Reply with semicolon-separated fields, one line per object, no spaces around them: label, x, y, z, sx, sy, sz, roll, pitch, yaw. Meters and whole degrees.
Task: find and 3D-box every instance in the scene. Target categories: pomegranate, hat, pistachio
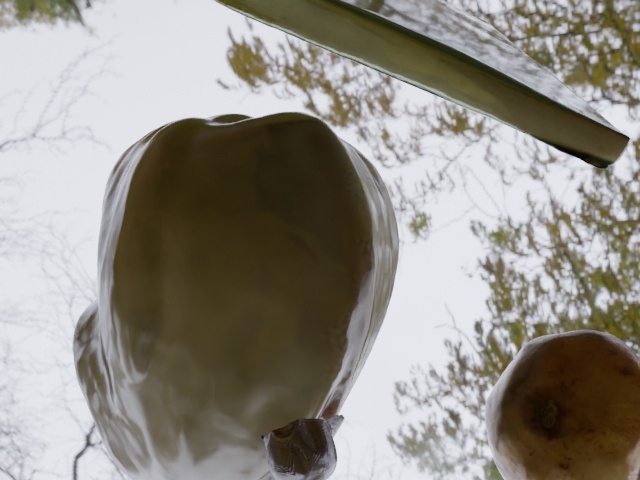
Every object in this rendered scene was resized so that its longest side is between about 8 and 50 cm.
pomegranate;0.332;0.238;1.129;0.248;0.248;0.248;-12;-138;11
hat;-0.008;0.143;0.568;0.058;0.087;0.042;-15;-107;1
pistachio;-0.098;0.058;0.829;0.281;0.445;0.365;3;-132;-40

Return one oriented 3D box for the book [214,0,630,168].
book;0.045;-0.166;0.613;0.264;0.031;0.379;21;-159;-9
